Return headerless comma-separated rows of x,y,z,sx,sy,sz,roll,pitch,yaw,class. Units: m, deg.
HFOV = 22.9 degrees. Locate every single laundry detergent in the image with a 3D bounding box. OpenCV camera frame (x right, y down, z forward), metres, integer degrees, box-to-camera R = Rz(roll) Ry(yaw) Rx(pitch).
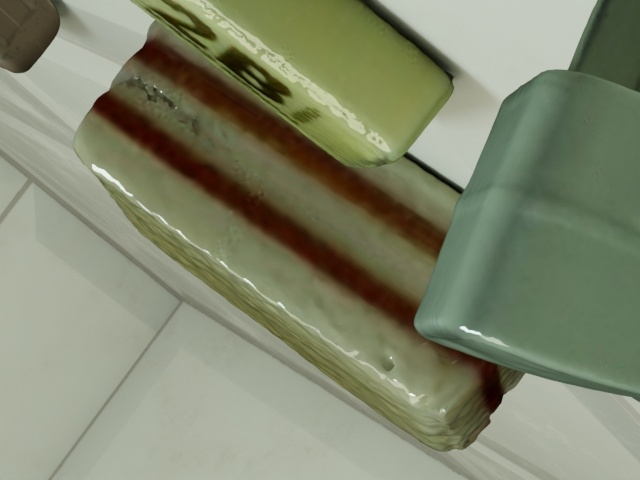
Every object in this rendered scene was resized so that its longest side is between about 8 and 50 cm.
-0.320,-0.218,1.336,0.237,0.076,0.171,29,169,44,laundry detergent

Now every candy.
0.000,0.000,1.055,0.321,0.135,0.179,34,170,11,candy

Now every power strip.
0.178,0.013,0.527,0.261,0.141,0.229,22,174,-4,power strip

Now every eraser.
-0.024,-0.107,0.802,0.172,0.058,0.117,37,172,-11,eraser
